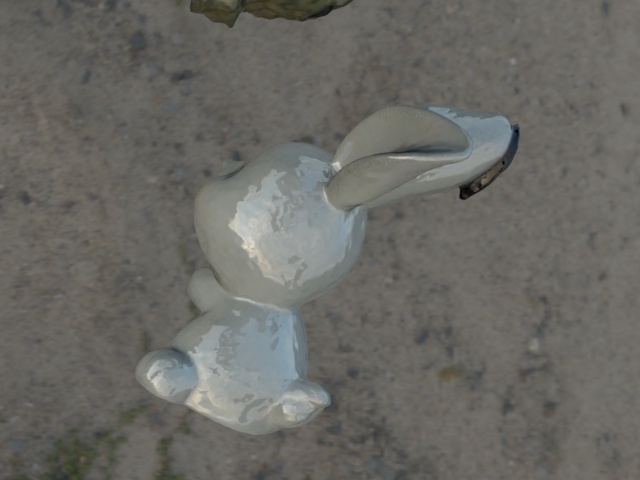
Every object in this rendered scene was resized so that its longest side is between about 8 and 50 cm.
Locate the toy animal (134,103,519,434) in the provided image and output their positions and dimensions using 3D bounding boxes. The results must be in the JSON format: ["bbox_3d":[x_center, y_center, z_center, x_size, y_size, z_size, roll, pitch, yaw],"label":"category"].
[{"bbox_3d":[0.000,0.000,0.607,0.182,0.127,0.131,-64,163,8],"label":"toy animal"}]

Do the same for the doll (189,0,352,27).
[{"bbox_3d":[0.029,-0.182,0.398,0.091,0.286,0.202,37,30,7],"label":"doll"}]
